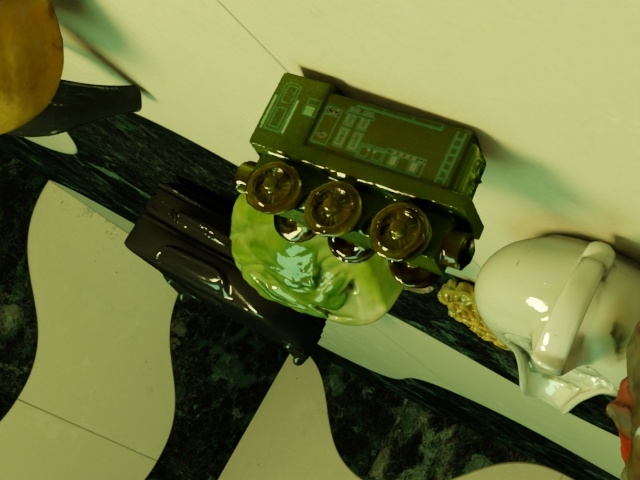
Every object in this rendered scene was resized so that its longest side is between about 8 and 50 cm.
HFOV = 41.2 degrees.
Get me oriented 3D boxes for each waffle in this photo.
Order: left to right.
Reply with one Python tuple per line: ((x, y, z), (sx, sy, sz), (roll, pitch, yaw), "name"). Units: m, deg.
((0.241, 0.110, 1.158), (0.191, 0.038, 0.191), (29, 168, 6), "waffle")

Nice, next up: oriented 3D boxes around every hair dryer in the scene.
((-0.356, -0.223, 1.088), (0.219, 0.195, 0.075), (55, 139, 26), "hair dryer")

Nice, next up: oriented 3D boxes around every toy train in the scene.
((0.038, -0.052, 0.722), (0.225, 0.137, 0.090), (20, 167, 24), "toy train")

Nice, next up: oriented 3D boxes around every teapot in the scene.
((0.234, 0.081, 0.793), (0.204, 0.139, 0.298), (27, 169, 26), "teapot")

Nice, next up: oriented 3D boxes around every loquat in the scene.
((-0.363, -0.214, 0.889), (0.187, 0.176, 0.234), (8, 137, -12), "loquat")

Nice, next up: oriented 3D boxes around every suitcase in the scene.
((-0.154, 0.056, 1.542), (0.345, 0.188, 0.339), (27, 170, 23), "suitcase")

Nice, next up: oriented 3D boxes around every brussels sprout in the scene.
((0.000, 0.000, 1.010), (0.223, 0.161, 0.223), (13, 148, 9), "brussels sprout")

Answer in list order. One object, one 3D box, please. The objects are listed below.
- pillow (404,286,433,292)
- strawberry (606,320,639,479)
((0.064, 0.017, 1.214), (0.211, 0.034, 0.135), (35, 167, -30), "pillow")
((0.378, 0.133, 0.600), (0.336, 0.265, 0.149), (15, -148, 1), "strawberry")
